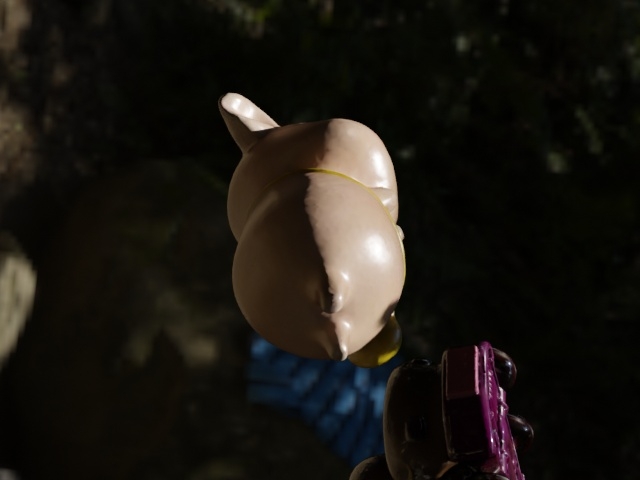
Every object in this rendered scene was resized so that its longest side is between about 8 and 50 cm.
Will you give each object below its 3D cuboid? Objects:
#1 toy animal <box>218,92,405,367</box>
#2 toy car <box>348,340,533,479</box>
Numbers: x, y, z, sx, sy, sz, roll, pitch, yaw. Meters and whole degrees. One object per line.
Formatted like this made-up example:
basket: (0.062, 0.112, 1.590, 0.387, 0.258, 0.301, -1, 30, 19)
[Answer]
toy animal: (-0.001, 0.003, 1.391, 0.248, 0.149, 0.165, -113, -154, -60)
toy car: (0.140, 0.293, 2.264, 0.271, 0.240, 0.341, -82, 161, -54)
